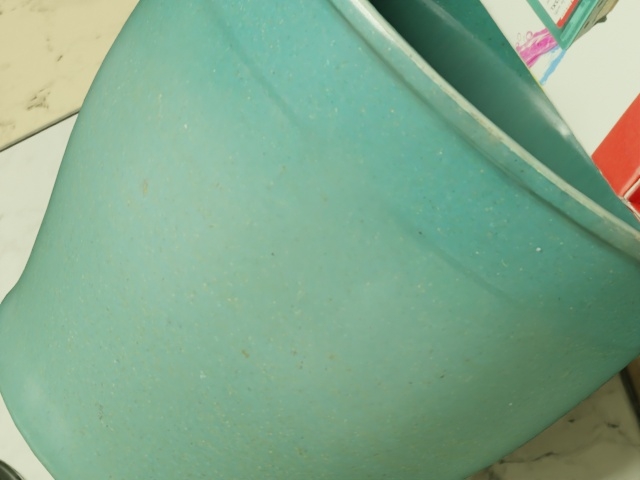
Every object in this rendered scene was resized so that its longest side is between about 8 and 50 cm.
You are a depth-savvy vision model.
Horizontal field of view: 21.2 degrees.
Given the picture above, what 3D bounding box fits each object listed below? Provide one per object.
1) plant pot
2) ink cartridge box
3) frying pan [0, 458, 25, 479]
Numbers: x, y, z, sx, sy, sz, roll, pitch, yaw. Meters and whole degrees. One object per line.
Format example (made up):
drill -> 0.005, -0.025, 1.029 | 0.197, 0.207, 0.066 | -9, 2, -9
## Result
plant pot -> 0.000, 0.000, 0.738 | 0.255, 0.271, 0.272 | -47, 43, 22
ink cartridge box -> 0.149, -0.073, 0.657 | 0.078, 0.134, 0.231 | -54, 43, 28
frying pan -> -0.208, 0.229, 0.840 | 0.197, 0.053, 0.326 | -35, 44, 5
